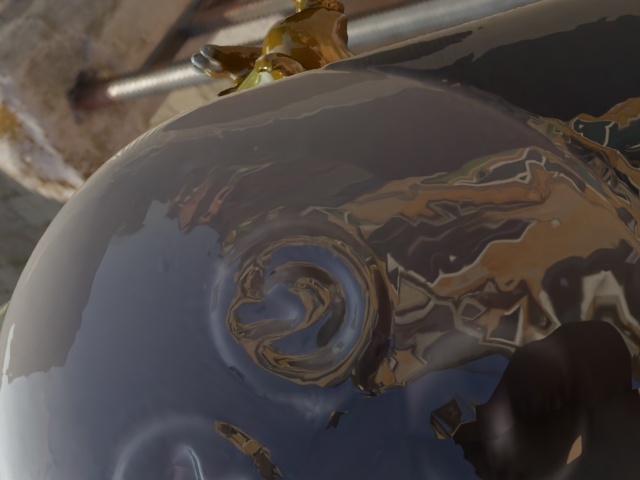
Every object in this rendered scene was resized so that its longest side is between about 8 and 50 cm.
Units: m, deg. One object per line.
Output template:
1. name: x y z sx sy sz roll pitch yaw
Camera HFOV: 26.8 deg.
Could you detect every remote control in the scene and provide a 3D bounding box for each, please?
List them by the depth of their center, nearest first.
1. remote control: 0.058 0.044 0.422 0.103 0.332 0.221 -94 -13 -84

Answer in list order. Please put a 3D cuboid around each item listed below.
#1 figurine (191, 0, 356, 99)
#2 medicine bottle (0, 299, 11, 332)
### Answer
1. figurine: 0.015 -0.014 1.040 0.268 0.387 0.401 18 149 -42
2. medicine bottle: -0.027 0.045 0.691 0.158 0.318 0.158 62 -177 -6
